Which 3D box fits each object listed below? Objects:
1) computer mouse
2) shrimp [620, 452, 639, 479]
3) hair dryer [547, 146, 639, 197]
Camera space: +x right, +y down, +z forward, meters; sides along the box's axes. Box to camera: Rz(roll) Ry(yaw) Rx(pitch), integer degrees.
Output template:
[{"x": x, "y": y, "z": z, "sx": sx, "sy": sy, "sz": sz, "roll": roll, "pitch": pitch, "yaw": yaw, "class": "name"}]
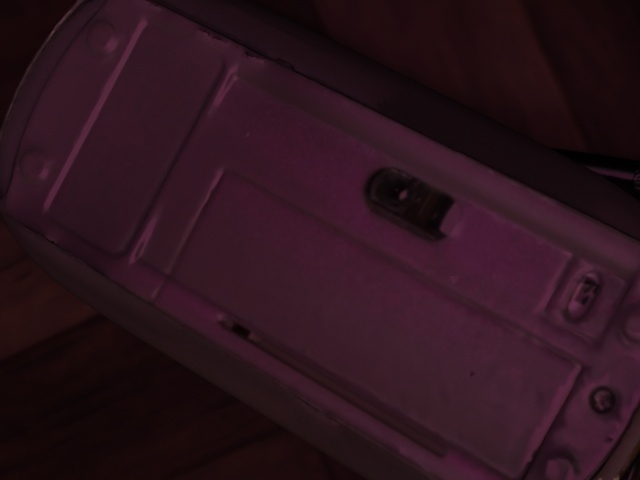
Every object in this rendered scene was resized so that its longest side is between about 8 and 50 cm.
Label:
[{"x": 0.000, "y": 0.000, "z": 0.447, "sx": 0.245, "sy": 0.056, "sz": 0.126, "roll": 28, "pitch": 93, "yaw": 20, "class": "computer mouse"}, {"x": 0.088, "y": 0.180, "z": 0.461, "sx": 0.154, "sy": 0.062, "sz": 0.294, "roll": 1, "pitch": 98, "yaw": -3, "class": "shrimp"}, {"x": 0.097, "y": -0.026, "z": 0.457, "sx": 0.083, "sy": 0.026, "sz": 0.047, "roll": 8, "pitch": 94, "yaw": 16, "class": "hair dryer"}]
